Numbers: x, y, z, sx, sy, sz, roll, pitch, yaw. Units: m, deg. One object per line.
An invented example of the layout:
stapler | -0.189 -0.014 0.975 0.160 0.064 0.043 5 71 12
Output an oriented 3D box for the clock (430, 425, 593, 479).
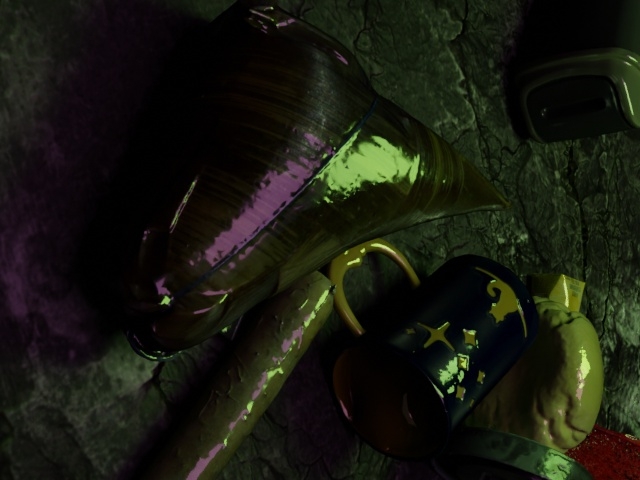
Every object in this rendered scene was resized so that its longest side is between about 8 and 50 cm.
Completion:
clock | 0.261 0.318 1.573 0.226 0.226 0.049 41 61 -38

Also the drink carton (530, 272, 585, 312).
drink carton | 0.350 0.153 1.769 0.084 0.075 0.199 20 77 -43

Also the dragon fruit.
dragon fruit | 0.412 0.390 1.777 0.262 0.163 0.189 -22 113 -55

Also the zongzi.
zongzi | 0.000 0.000 1.264 0.432 0.208 0.403 33 67 -22

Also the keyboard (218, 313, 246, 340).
keyboard | -0.086 -0.001 1.354 0.094 0.025 0.230 37 65 -37

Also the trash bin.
trash bin | 0.419 -0.288 1.746 0.182 0.209 0.290 33 62 -39

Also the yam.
yam | -0.099 0.180 1.305 0.371 0.083 0.083 -53 125 -28

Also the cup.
cup | 0.142 0.105 1.484 0.256 0.178 0.255 -39 119 -41

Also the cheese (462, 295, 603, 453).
cheese | 0.295 0.189 1.619 0.117 0.214 0.225 21 83 -40
